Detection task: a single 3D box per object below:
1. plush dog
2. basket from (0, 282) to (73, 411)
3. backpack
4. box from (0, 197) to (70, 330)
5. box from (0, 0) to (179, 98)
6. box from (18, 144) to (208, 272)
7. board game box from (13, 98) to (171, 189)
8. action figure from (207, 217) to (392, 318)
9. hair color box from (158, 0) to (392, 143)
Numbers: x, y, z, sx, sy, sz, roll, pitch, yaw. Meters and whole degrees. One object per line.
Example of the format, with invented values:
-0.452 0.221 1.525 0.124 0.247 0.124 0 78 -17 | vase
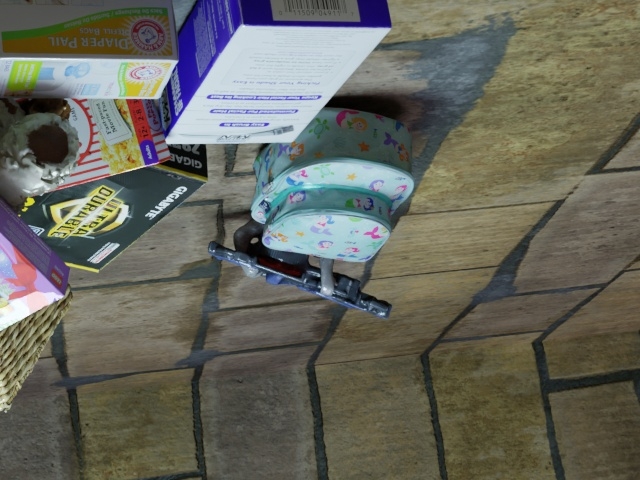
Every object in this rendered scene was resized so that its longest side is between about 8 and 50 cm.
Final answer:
-0.420 -0.108 1.593 0.262 0.225 0.211 10 127 -10 | plush dog
-0.552 0.088 2.106 0.213 0.299 0.223 5 130 14 | basket
0.022 -0.087 1.994 0.225 0.191 0.253 9 149 -19 | backpack
-0.451 -0.003 1.492 0.201 0.057 0.293 -27 124 18 | box
-0.272 -0.228 1.511 0.203 0.103 0.114 -2 163 -21 | box
-0.355 -0.073 1.921 0.257 0.079 0.322 17 145 -34 | box
-0.301 -0.148 1.687 0.193 0.147 0.045 -14 -172 17 | board game box
0.000 0.000 2.303 0.341 0.178 0.330 22 160 -12 | action figure
-0.068 -0.226 1.615 0.185 0.110 0.339 -2 161 -23 | hair color box
